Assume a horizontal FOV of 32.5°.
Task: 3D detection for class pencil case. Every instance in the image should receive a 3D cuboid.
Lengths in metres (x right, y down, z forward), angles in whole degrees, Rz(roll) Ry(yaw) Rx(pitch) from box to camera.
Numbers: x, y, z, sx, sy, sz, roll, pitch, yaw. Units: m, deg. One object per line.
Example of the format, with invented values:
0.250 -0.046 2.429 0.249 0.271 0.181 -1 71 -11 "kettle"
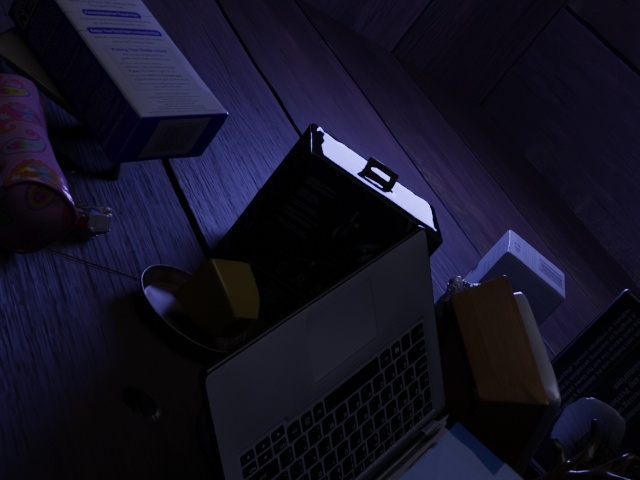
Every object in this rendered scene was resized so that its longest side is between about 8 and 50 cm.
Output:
-0.397 -0.102 1.417 0.124 0.124 0.284 23 26 -37 "pencil case"

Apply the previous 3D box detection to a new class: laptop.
0.112 0.252 1.175 0.236 0.408 0.382 10 29 38 "laptop"

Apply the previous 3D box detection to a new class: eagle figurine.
0.373 0.381 1.427 0.298 0.225 0.226 51 -3 -35 "eagle figurine"

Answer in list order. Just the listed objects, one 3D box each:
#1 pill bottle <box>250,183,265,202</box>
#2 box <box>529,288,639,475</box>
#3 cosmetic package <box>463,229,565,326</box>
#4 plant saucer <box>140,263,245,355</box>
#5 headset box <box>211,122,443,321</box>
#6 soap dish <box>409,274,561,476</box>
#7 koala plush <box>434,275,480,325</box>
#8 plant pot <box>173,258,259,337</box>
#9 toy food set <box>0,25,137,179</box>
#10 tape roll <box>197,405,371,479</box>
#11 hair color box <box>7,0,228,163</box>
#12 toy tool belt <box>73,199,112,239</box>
0.000 0.000 1.862 0.246 0.130 0.130 28 23 -28 "pill bottle"
0.561 0.345 1.734 0.472 0.297 0.480 46 8 15 "box"
0.375 0.108 2.201 0.151 0.183 0.151 40 20 -2 "cosmetic package"
-0.178 0.099 1.488 0.168 0.029 0.168 33 21 -14 "plant saucer"
0.012 -0.002 1.665 0.246 0.283 0.131 32 21 -15 "headset box"
0.210 0.226 1.513 0.118 0.291 0.229 6 42 -14 "soap dish"
0.212 0.159 1.755 0.196 0.221 0.203 27 23 -32 "koala plush"
-0.129 0.083 1.457 0.081 0.081 0.083 11 44 -53 "plant pot"
-0.398 -0.242 1.781 0.306 0.092 0.220 37 32 -2 "toy food set"
-0.042 0.248 1.343 0.219 0.072 0.219 33 22 -15 "tape roll"
-0.319 -0.277 1.716 0.185 0.110 0.339 -10 57 -50 "hair color box"
-0.325 -0.029 1.494 0.051 0.052 0.083 13 6 25 "toy tool belt"
